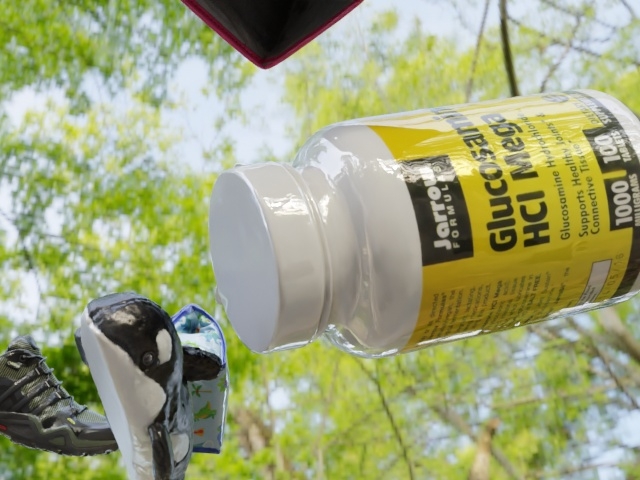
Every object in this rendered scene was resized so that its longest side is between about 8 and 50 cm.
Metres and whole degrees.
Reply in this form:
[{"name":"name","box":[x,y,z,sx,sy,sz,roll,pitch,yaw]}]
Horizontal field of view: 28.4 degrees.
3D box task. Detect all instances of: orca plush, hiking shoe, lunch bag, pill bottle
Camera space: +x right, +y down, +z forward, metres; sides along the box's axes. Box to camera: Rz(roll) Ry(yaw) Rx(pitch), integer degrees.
[{"name":"orca plush","box":[-0.113,0.140,1.025,0.102,0.151,0.287,-26,-57,-19]},{"name":"hiking shoe","box":[-0.298,0.157,1.312,0.227,0.114,0.086,17,-12,-19]},{"name":"lunch bag","box":[-0.159,0.164,1.521,0.096,0.151,0.129,5,-66,-6]},{"name":"pill bottle","box":[0.091,-0.011,1.002,0.334,0.188,0.188,-11,-46,-24]}]

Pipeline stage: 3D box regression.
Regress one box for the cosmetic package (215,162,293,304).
[{"name":"cosmetic package","box":[0.000,0.000,1.354,0.151,0.184,0.151,12,-82,22]}]

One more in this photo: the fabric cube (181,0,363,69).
[{"name":"fabric cube","box":[-0.017,-0.348,1.009,0.254,0.258,0.259,41,-46,-22]}]
